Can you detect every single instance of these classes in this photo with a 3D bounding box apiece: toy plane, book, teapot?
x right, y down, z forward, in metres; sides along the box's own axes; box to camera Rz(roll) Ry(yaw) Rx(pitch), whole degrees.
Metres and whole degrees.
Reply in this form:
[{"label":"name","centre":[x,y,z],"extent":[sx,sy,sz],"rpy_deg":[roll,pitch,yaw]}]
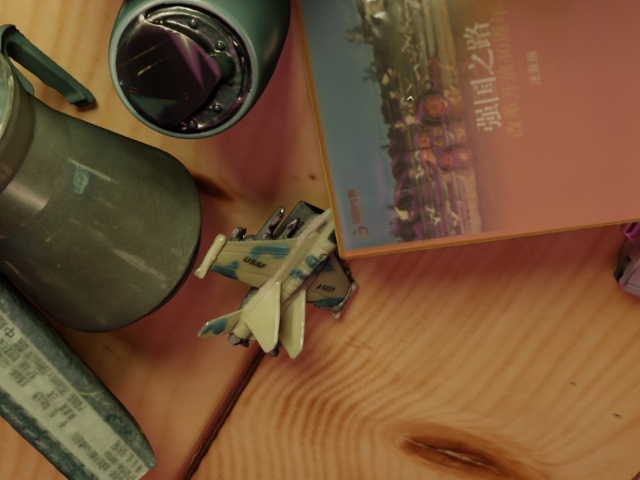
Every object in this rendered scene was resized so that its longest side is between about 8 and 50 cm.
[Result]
[{"label":"toy plane","centre":[-0.006,-0.005,0.699],"extent":[0.192,0.088,0.262],"rpy_deg":[23,100,-46]},{"label":"book","centre":[0.173,-0.134,0.581],"extent":[0.374,0.028,0.262],"rpy_deg":[-7,103,14]},{"label":"teapot","centre":[-0.210,-0.049,0.599],"extent":[0.171,0.203,0.225],"rpy_deg":[-15,152,18]}]

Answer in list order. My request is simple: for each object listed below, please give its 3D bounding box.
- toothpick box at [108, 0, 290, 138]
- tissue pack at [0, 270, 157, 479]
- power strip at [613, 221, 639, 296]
[{"label":"toothpick box","centre":[-0.085,-0.149,0.553],"extent":[0.120,0.184,0.120],"rpy_deg":[1,121,1]},{"label":"tissue pack","centre":[-0.275,0.113,0.716],"extent":[0.081,0.185,0.257],"rpy_deg":[-43,118,-18]},{"label":"power strip","centre":[0.419,0.036,0.744],"extent":[0.279,0.037,0.109],"rpy_deg":[19,119,-11]}]
